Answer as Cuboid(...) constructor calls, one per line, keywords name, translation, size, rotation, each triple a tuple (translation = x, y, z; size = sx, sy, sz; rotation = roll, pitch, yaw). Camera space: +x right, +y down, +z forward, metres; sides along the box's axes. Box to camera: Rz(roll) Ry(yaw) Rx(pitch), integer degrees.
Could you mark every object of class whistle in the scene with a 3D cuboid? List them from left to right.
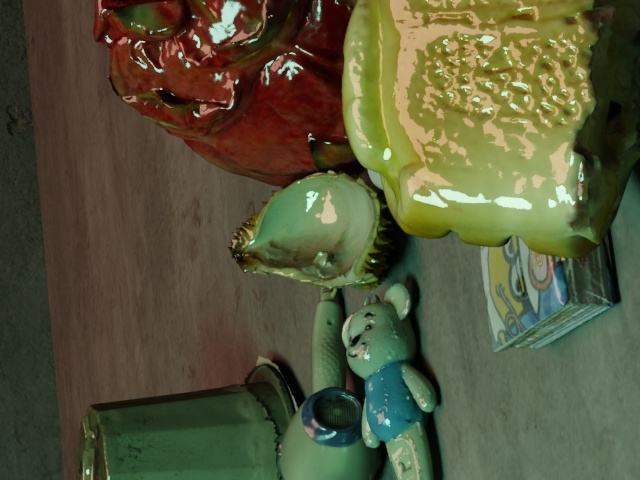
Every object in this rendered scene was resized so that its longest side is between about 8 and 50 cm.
Cuboid(name="whistle", translation=(0.075, 0.162, 2.108), size=(0.114, 0.077, 0.236), rotation=(-36, 54, 37))

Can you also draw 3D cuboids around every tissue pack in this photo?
Cuboid(name="tissue pack", translation=(0.197, 0.025, 1.761), size=(0.155, 0.065, 0.115), rotation=(134, 132, -64))

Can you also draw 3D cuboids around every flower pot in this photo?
Cuboid(name="flower pot", translation=(-0.172, 0.297, 2.546), size=(0.290, 0.259, 0.290), rotation=(179, 90, -72))

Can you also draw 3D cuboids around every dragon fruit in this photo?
Cuboid(name="dragon fruit", translation=(-0.075, -0.172, 2.188), size=(0.228, 0.329, 0.286), rotation=(-149, 62, -61))

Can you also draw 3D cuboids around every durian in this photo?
Cuboid(name="durian", translation=(0.000, 0.000, 2.207), size=(0.252, 0.139, 0.144), rotation=(16, 121, 38))

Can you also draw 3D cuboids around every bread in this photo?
Cuboid(name="bread", translation=(0.154, -0.144, 1.610), size=(0.270, 0.211, 0.316), rotation=(4, 90, 29))

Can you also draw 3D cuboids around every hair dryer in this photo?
Cuboid(name="hair dryer", translation=(0.005, 0.242, 2.323), size=(0.298, 0.119, 0.296), rotation=(-90, 6, -60))

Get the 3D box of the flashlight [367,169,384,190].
Cuboid(name="flashlight", translation=(0.096, -0.067, 2.093), size=(0.200, 0.047, 0.093), rotation=(-138, 51, -69))
